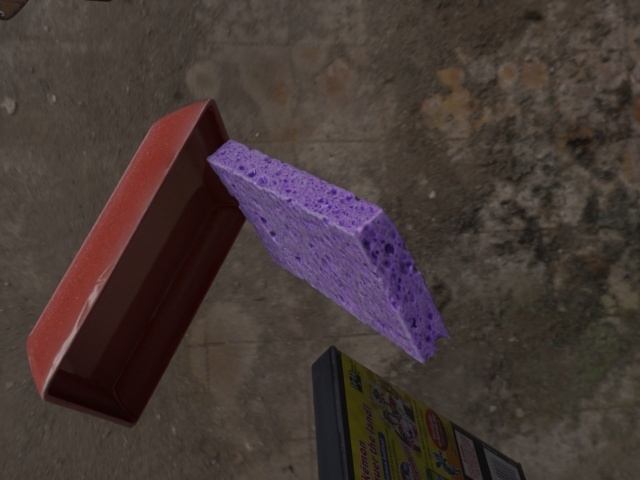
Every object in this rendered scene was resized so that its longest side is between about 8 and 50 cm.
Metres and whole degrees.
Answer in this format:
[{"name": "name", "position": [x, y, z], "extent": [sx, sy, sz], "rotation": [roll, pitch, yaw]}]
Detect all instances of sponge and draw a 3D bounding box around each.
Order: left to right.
[{"name": "sponge", "position": [0.000, 0.000, 0.619], "extent": [0.031, 0.210, 0.117], "rotation": [-40, 124, -14]}]

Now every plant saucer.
[{"name": "plant saucer", "position": [-0.152, 0.028, 0.753], "extent": [0.047, 0.259, 0.258], "rotation": [24, 76, 10]}]

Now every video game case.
[{"name": "video game case", "position": [0.102, 0.237, 0.700], "extent": [0.248, 0.275, 0.035], "rotation": [35, 113, -21]}]

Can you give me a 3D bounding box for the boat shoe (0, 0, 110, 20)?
[{"name": "boat shoe", "position": [-0.245, -0.204, 0.656], "extent": [0.183, 0.066, 0.066], "rotation": [-4, 124, -13]}]
